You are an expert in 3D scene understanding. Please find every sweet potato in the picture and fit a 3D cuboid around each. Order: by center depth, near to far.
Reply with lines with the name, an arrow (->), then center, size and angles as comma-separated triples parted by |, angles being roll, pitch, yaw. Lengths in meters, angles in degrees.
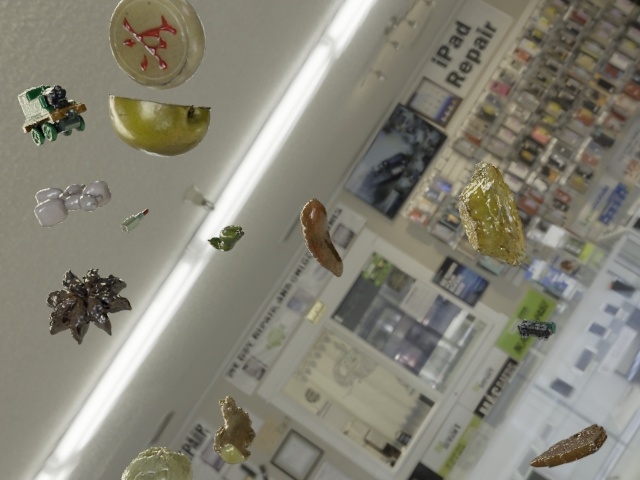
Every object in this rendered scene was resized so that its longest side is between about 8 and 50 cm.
sweet potato -> -0.001, 0.001, 2.182 | 0.097, 0.097, 0.292 | -48, -52, -47

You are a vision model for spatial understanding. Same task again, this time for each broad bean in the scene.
broad bean -> -0.259, -0.008, 1.935 | 0.213, 0.070, 0.048 | -23, 45, 58

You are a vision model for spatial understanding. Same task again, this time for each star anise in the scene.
star anise -> -0.647, 0.162, 1.876 | 0.109, 0.235, 0.223 | 81, -149, -51

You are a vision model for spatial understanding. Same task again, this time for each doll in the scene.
doll -> -0.537, -0.086, 1.496 | 0.160, 0.161, 0.059 | -22, -62, -13

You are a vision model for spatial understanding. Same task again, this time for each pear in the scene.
pear -> -0.571, -0.391, 2.381 | 0.340, 0.386, 0.192 | -1, -79, -50

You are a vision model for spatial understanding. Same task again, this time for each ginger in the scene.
ginger -> -0.273, 0.607, 2.211 | 0.074, 0.137, 0.213 | -52, 25, 37

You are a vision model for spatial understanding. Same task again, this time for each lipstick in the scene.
lipstick -> -0.628, -0.073, 2.347 | 0.129, 0.030, 0.030 | -49, -32, -46

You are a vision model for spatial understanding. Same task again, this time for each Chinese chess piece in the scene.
Chinese chess piece -> -0.414, -0.513, 1.749 | 0.250, 0.249, 0.103 | -62, -6, 26

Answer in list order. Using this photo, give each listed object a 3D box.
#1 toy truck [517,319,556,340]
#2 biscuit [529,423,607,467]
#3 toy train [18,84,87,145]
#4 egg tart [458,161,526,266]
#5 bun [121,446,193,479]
toy truck -> 0.517, 0.210, 1.640 | 0.044, 0.083, 0.039 | -37, -63, -42
biscuit -> 0.354, 0.289, 0.954 | 0.119, 0.019, 0.130 | -27, -15, -9
toy train -> -0.639, -0.304, 1.624 | 0.091, 0.136, 0.227 | -31, 17, -39
egg tart -> 0.425, -0.057, 1.751 | 0.116, 0.295, 0.295 | -21, -8, 3
bun -> -0.497, 0.710, 2.100 | 0.220, 0.220, 0.134 | -41, -59, -62
